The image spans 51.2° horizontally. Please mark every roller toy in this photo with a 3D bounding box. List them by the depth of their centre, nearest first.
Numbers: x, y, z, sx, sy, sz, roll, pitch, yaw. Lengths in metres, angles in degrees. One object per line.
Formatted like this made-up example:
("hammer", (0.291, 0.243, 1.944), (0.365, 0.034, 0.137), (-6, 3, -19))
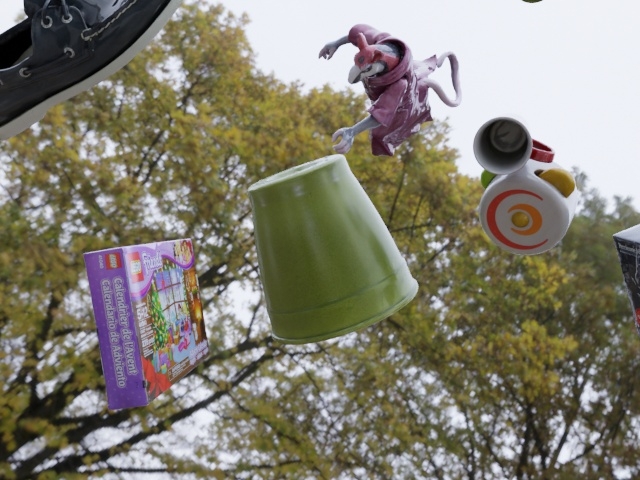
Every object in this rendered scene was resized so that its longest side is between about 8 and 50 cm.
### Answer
("roller toy", (0.449, -0.072, 1.442), (0.209, 0.146, 0.191), (0, -61, 32))

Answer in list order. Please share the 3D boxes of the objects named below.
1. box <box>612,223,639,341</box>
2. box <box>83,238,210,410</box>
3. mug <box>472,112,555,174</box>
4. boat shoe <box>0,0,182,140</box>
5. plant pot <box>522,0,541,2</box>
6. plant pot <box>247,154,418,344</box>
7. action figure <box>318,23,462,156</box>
("box", (0.808, 0.126, 1.374), (0.343, 0.179, 0.312), (-136, -154, -77))
("box", (-0.238, 0.104, 0.964), (0.057, 0.293, 0.201), (-9, -88, 6))
("mug", (0.391, -0.193, 1.367), (0.150, 0.169, 0.113), (45, -65, 1))
("boat shoe", (-0.300, -0.239, 0.757), (0.340, 0.127, 0.113), (-22, -43, 26))
("plant pot", (0.396, -0.500, 1.248), (0.083, 0.079, 0.083), (-2, -95, 27))
("plant pot", (0.000, 0.000, 1.546), (0.366, 0.366, 0.353), (-10, -76, 42))
("action figure", (0.145, -0.290, 1.277), (0.275, 0.370, 0.248), (-11, -100, 10))
